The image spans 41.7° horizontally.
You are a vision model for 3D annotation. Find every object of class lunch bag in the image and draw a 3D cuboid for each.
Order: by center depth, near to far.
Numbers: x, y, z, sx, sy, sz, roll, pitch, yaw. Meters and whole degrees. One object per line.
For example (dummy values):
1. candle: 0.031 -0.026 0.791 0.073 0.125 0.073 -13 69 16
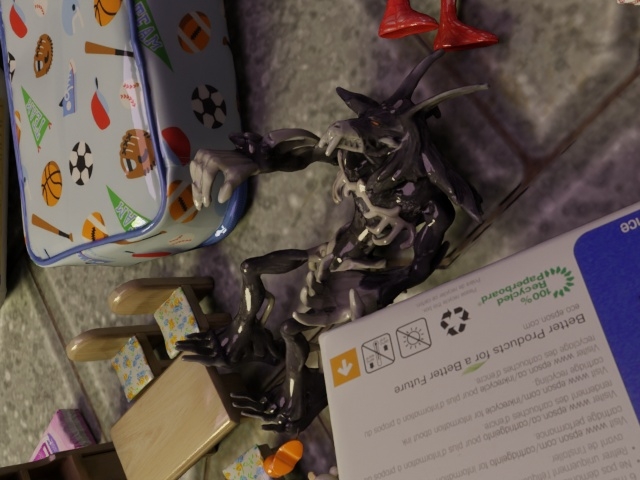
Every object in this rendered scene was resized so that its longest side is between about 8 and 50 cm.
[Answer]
1. lunch bag: -0.185 -0.130 0.737 0.243 0.115 0.303 -14 81 42

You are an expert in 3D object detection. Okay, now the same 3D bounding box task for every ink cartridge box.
1. ink cartridge box: 0.156 0.126 0.353 0.304 0.072 0.307 -24 53 20

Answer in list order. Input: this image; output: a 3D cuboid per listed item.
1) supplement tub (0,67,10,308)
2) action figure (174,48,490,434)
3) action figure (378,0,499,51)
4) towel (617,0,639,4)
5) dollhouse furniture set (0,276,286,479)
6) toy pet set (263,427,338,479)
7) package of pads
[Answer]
1. supplement tub: -0.454 -0.082 0.883 0.241 0.241 0.331 0 89 41
2. action figure: 0.000 0.000 0.555 0.164 0.141 0.275 45 120 34
3. action figure: 0.108 -0.265 0.499 0.139 0.092 0.280 2 91 48
4. towel: 0.220 -0.165 0.348 0.197 0.029 0.144 27 109 52
5. dollhouse furniture set: -0.165 0.177 0.678 0.242 0.161 0.212 -45 61 31
6. toy pet set: 0.030 0.146 0.557 0.122 0.065 0.114 33 97 -9
7. package of pads: -0.261 0.213 0.846 0.050 0.032 0.083 52 120 32
